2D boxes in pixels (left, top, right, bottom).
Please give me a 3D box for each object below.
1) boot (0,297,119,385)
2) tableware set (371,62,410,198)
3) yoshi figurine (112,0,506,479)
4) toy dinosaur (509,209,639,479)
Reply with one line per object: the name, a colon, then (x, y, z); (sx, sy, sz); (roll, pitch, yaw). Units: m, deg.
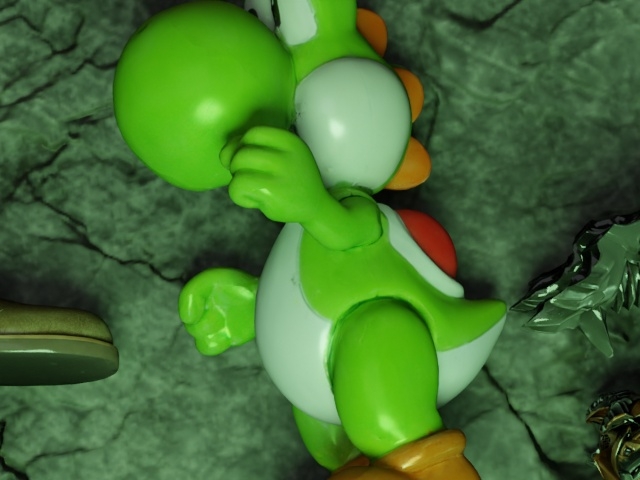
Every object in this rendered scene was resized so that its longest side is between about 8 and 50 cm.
boot: (-0.270, 0.031, 1.090); (0.305, 0.112, 0.115); (6, 70, 16)
tableware set: (-0.018, -0.088, 1.093); (0.154, 0.024, 0.104); (18, 83, 16)
yoshi figurine: (-0.028, 0.005, 0.981); (0.203, 0.203, 0.362); (-16, 79, 25)
toy dinosaur: (0.229, 0.076, 0.967); (0.218, 0.164, 0.322); (42, 72, 2)
